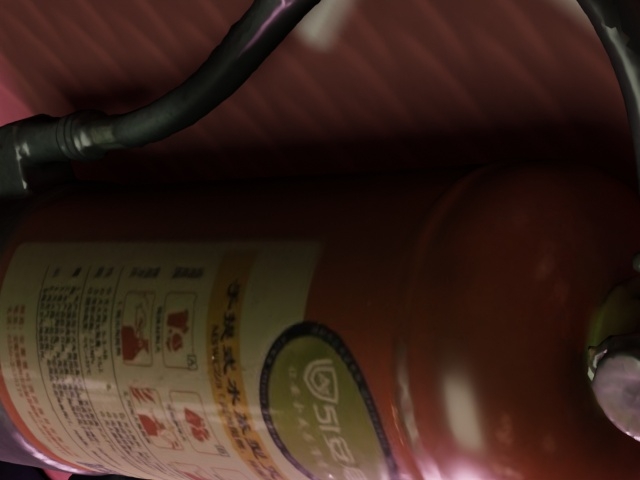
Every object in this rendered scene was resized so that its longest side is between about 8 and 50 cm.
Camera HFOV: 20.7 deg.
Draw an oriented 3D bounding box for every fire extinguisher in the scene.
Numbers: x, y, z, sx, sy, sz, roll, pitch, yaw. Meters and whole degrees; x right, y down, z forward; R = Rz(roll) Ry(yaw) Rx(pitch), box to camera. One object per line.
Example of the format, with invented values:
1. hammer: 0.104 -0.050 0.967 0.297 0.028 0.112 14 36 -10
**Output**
1. fire extinguisher: -0.005 0.008 0.561 0.376 0.113 0.200 1 131 44

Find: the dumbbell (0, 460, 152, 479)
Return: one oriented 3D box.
1. dumbbell: -0.126 0.167 0.847 0.143 0.156 0.316 24 160 -35
